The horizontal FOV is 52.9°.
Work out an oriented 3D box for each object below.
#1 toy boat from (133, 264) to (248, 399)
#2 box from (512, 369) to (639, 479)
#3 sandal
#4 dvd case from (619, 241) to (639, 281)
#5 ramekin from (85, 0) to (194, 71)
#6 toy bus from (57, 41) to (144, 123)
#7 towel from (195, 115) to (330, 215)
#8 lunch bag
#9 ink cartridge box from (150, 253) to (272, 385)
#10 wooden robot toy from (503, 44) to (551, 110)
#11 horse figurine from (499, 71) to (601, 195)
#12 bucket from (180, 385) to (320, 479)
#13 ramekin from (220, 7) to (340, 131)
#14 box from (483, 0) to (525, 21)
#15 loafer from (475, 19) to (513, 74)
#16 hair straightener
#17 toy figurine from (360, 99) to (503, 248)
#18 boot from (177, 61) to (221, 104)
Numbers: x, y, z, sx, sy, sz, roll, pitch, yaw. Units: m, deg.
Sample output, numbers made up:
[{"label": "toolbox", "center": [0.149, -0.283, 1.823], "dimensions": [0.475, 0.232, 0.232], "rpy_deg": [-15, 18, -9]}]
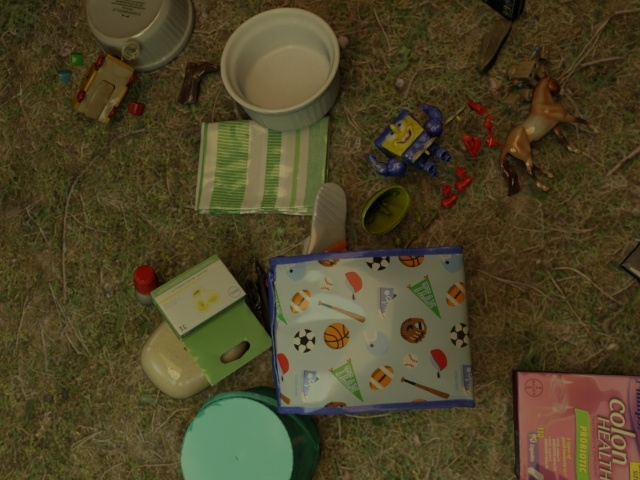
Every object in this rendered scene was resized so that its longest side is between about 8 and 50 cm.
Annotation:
[{"label": "toy boat", "center": [-0.317, 0.191, 1.474], "dimensions": [0.267, 0.148, 0.318], "rpy_deg": [-38, 75, -24]}, {"label": "box", "center": [0.512, 0.371, 1.279], "dimensions": [0.243, 0.117, 0.213], "rpy_deg": [0, 80, 11]}, {"label": "sandal", "center": [0.010, 0.000, 1.470], "dimensions": [0.102, 0.076, 0.265], "rpy_deg": [7, 93, -17]}, {"label": "dvd case", "center": [0.776, 0.062, 1.326], "dimensions": [0.239, 0.029, 0.179], "rpy_deg": [42, 90, 15]}, {"label": "ramekin", "center": [-0.471, -0.584, 1.652], "dimensions": [0.273, 0.127, 0.272], "rpy_deg": [-2, 79, 11]}, {"label": "toy bus", "center": [-0.543, -0.402, 1.624], "dimensions": [0.202, 0.190, 0.104], "rpy_deg": [-19, 37, -15]}, {"label": "towel", "center": [-0.141, -0.180, 1.556], "dimensions": [0.325, 0.038, 0.247], "rpy_deg": [0, 79, 12]}, {"label": "lunch bag", "center": [0.090, 0.180, 1.315], "dimensions": [0.386, 0.239, 0.327], "rpy_deg": [-4, 83, -6]}, {"label": "ink cartridge box", "center": [-0.230, 0.167, 1.388], "dimensions": [0.171, 0.056, 0.235], "rpy_deg": [-32, 71, -23]}, {"label": "wooden robot toy", "center": [0.457, -0.370, 1.465], "dimensions": [0.079, 0.076, 0.173], "rpy_deg": [22, 84, 50]}, {"label": "horse figurine", "center": [0.480, -0.222, 1.411], "dimensions": [0.174, 0.066, 0.263], "rpy_deg": [43, 90, 0]}, {"label": "bucket", "center": [-0.150, 0.446, 1.368], "dimensions": [0.281, 0.183, 0.281], "rpy_deg": [-2, 79, 11]}, {"label": "ramekin", "center": [-0.083, -0.393, 1.517], "dimensions": [0.277, 0.135, 0.277], "rpy_deg": [-3, 72, 9]}, {"label": "box", "center": [0.383, -0.601, 1.445], "dimensions": [0.184, 0.190, 0.045], "rpy_deg": [42, 89, 15]}, {"label": "loafer", "center": [0.392, -0.450, 1.488], "dimensions": [0.050, 0.056, 0.148], "rpy_deg": [28, 76, 16]}, {"label": "hair straightener", "center": [-0.132, 0.145, 1.467], "dimensions": [0.047, 0.089, 0.230], "rpy_deg": [-31, 72, 44]}, {"label": "toy figurine", "center": [0.201, -0.182, 1.462], "dimensions": [0.362, 0.191, 0.217], "rpy_deg": [-49, 44, 7]}, {"label": "boot", "center": [-0.307, -0.392, 1.629], "dimensions": [0.106, 0.037, 0.114], "rpy_deg": [6, 78, 26]}]
